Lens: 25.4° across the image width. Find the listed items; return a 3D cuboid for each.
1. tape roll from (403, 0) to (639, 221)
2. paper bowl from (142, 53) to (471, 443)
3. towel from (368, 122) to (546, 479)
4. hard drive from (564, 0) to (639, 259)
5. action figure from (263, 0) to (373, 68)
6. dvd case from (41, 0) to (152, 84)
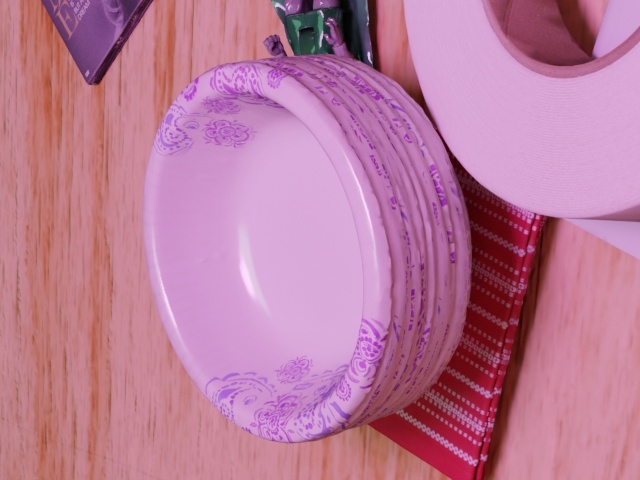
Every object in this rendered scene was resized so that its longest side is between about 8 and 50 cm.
[{"bbox_3d":[0.189,-0.202,0.897,0.392,0.072,0.392,-7,82,58],"label":"tape roll"},{"bbox_3d":[0.000,0.000,1.077,0.284,0.148,0.284,17,114,46],"label":"paper bowl"},{"bbox_3d":[0.082,0.043,1.136,0.199,0.031,0.275,29,118,39],"label":"towel"},{"bbox_3d":[0.273,-0.121,0.915,0.203,0.040,0.307,32,119,38],"label":"hard drive"},{"bbox_3d":[-0.001,-0.166,1.175,0.137,0.063,0.232,-5,97,43],"label":"action figure"},{"bbox_3d":[-0.242,-0.293,1.426,0.164,0.018,0.221,-48,63,39],"label":"dvd case"}]
